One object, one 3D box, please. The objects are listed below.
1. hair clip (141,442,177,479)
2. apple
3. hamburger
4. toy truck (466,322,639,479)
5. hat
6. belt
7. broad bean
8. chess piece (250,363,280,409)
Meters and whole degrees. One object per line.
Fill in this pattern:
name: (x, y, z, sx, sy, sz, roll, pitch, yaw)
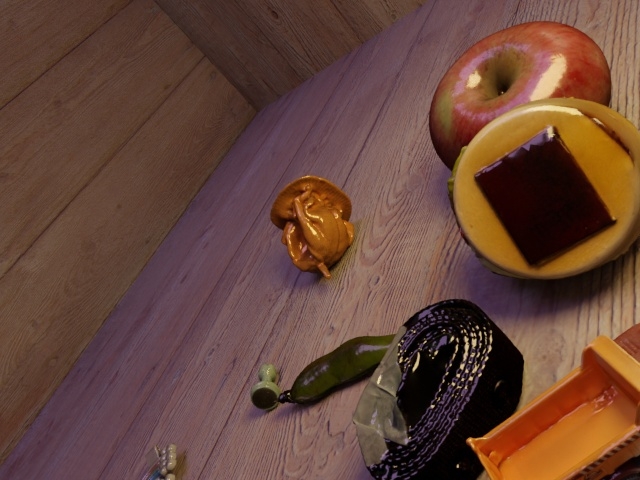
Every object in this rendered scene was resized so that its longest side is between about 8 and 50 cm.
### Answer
hair clip: (-0.376, 0.562, 1.132, 0.140, 0.054, 0.220, -43, 23, 1)
apple: (0.394, -0.251, 0.981, 0.344, 0.269, 0.345, -21, 57, 37)
hamburger: (0.348, -0.079, 0.765, 0.302, 0.302, 0.170, -28, -7, 31)
toy truck: (0.313, 0.206, 0.550, 0.270, 0.135, 0.114, -41, 25, 9)
hat: (0.000, 0.000, 1.272, 0.244, 0.233, 0.233, 104, 158, -48)
belt: (0.163, 0.225, 0.715, 0.184, 0.164, 0.289, 9, 60, 53)
broad bean: (0.040, 0.249, 0.976, 0.339, 0.061, 0.077, -35, 35, 22)
chess piece: (-0.122, 0.324, 1.111, 0.067, 0.067, 0.103, -39, 18, 12)
